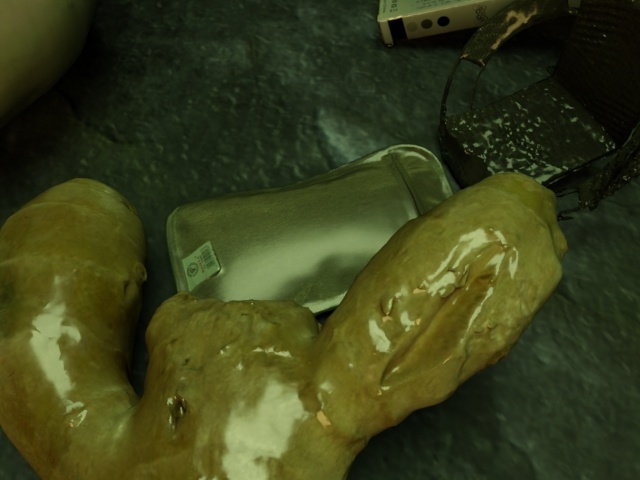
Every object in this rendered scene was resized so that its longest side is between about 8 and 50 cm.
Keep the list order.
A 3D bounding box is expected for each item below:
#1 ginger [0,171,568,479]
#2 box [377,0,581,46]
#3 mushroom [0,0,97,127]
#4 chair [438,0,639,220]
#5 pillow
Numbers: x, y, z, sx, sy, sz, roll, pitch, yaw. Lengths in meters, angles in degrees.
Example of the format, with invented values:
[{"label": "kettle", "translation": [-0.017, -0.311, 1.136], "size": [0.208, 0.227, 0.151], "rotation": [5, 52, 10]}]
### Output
[{"label": "ginger", "translation": [-0.069, 0.116, 0.345], "size": [0.362, 0.122, 0.348], "rotation": [6, 66, 12]}, {"label": "box", "translation": [0.176, -0.250, 0.592], "size": [0.247, 0.033, 0.129], "rotation": [-4, 54, 19]}, {"label": "mushroom", "translation": [-0.353, -0.237, 0.480], "size": [0.353, 0.353, 0.325], "rotation": [9, 31, 5]}, {"label": "chair", "translation": [0.202, -0.116, 0.489], "size": [0.213, 0.149, 0.174], "rotation": [-24, 62, -10]}, {"label": "pillow", "translation": [0.000, 0.000, 0.472], "size": [0.217, 0.033, 0.130], "rotation": [-15, 64, -7]}]
